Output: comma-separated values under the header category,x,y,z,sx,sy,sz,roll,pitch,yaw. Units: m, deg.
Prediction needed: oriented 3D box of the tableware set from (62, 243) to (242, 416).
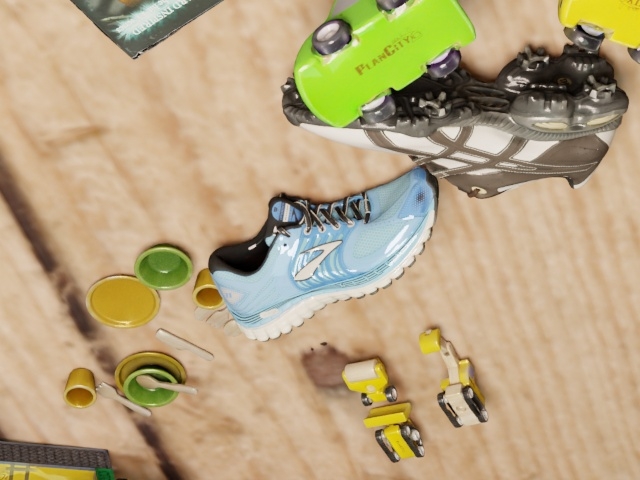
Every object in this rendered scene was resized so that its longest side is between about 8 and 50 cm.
category,x,y,z,sx,sy,sz,roll,pitch,yaw
tableware set,-0.113,0.064,1.176,0.104,0.024,0.154,30,125,-26

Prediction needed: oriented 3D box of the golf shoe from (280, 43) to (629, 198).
category,x,y,z,sx,sy,sz,roll,pitch,yaw
golf shoe,0.075,-0.059,1.035,0.198,0.077,0.094,2,133,-2

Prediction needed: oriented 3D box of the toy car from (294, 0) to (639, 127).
category,x,y,z,sx,sy,sz,roll,pitch,yaw
toy car,0.080,-0.145,0.949,0.225,0.053,0.239,-33,126,8

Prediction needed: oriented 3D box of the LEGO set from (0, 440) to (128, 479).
category,x,y,z,sx,sy,sz,roll,pitch,yaw
LEGO set,-0.263,0.250,1.182,0.331,0.255,0.192,4,106,-21

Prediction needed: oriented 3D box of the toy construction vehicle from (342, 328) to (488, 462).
category,x,y,z,sx,sy,sz,roll,pitch,yaw
toy construction vehicle,0.065,0.103,1.216,0.086,0.035,0.098,-16,129,27

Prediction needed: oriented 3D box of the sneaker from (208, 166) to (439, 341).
category,x,y,z,sx,sy,sz,roll,pitch,yaw
sneaker,0.000,0.000,1.096,0.162,0.063,0.073,-31,118,18

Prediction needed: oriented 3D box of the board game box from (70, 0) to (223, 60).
category,x,y,z,sx,sy,sz,roll,pitch,yaw
board game box,-0.069,-0.185,0.947,0.186,0.026,0.126,-29,127,22
